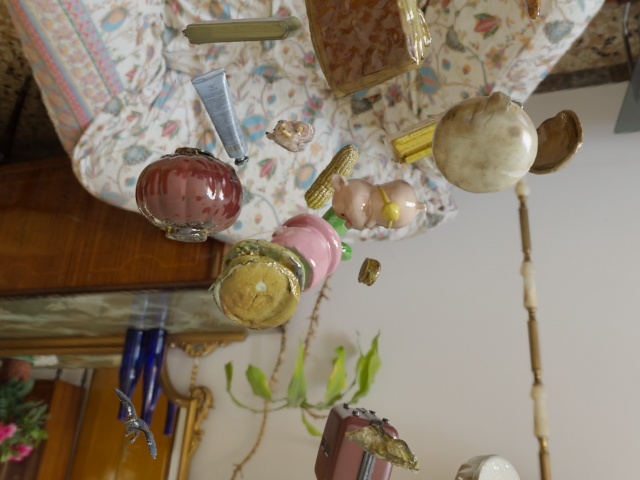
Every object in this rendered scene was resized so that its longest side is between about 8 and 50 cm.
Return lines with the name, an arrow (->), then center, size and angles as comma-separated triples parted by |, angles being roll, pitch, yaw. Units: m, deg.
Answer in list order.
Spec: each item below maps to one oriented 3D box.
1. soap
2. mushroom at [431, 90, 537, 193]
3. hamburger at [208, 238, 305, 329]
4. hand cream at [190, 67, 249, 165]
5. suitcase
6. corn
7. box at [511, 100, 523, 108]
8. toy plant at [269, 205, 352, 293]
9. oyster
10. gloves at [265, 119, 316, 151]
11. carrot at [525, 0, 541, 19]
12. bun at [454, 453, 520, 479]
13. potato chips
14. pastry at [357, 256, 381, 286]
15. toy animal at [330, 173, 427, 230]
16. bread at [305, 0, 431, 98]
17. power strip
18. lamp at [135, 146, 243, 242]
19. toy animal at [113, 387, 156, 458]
soap -> 0.385, -0.362, 1.947 | 0.325, 0.096, 0.204 | -24, -166, -1
mushroom -> 0.387, -0.228, 1.363 | 0.255, 0.254, 0.184 | -16, -167, 38
hamburger -> -0.125, 0.080, 1.126 | 0.186, 0.113, 0.177 | -4, 126, 7
hand cream -> -0.241, -0.307, 1.474 | 0.088, 0.055, 0.255 | -20, 127, -1
suitcase -> 0.088, 0.566, 1.533 | 0.161, 0.236, 0.297 | 17, 168, -4
corn -> 0.042, -0.243, 2.203 | 0.101, 0.101, 0.291 | 22, 113, -37
box -> 0.632, -0.406, 1.936 | 0.084, 0.122, 0.069 | 12, -163, 26
toy plant -> -0.005, -0.001, 1.745 | 0.317, 0.210, 0.356 | -36, 179, 37
oyster -> 0.134, 0.407, 1.137 | 0.146, 0.045, 0.122 | 47, 134, 1
gloves -> -0.074, -0.296, 1.630 | 0.144, 0.094, 0.110 | -16, -148, -42
carrot -> 0.574, -0.679, 1.579 | 0.061, 0.209, 0.061 | 2, 154, 1
bun -> 0.434, 0.731, 1.607 | 0.263, 0.263, 0.175 | 22, 150, -38
potato chips -> 0.644, -0.256, 1.581 | 0.062, 0.208, 0.195 | 32, 107, -24
pastry -> 0.169, 0.109, 2.010 | 0.057, 0.097, 0.109 | 21, -169, -6
toy animal -> 0.150, -0.093, 1.510 | 0.248, 0.149, 0.165 | 11, 161, 14
bread -> 0.121, -0.536, 1.420 | 0.278, 0.324, 0.167 | -13, -176, 31
power strip -> -0.237, -0.586, 1.627 | 0.388, 0.092, 0.066 | 9, 119, 27
lamp -> -0.370, -0.129, 1.651 | 0.304, 0.256, 0.303 | 4, 171, 1
toy animal -> -0.476, 0.476, 1.495 | 0.062, 0.220, 0.107 | -26, 148, -31
